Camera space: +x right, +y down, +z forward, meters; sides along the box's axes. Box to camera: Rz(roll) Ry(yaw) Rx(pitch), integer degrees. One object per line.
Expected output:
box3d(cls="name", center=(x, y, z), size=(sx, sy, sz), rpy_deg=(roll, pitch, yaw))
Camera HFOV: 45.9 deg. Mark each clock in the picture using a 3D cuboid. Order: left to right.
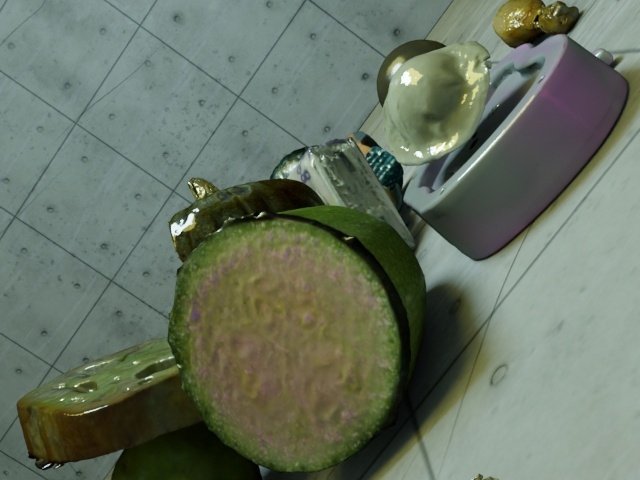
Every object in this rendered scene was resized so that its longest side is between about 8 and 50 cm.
box3d(cls="clock", center=(0.250, -0.138, 1.006), size=(0.338, 0.102, 0.338), rpy_deg=(-53, 8, 11))

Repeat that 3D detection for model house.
box3d(cls="model house", center=(0.093, -0.070, 1.520), size=(0.253, 0.184, 0.291), rpy_deg=(-49, 21, -4))

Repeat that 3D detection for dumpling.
box3d(cls="dumpling", center=(0.153, -0.170, 1.011), size=(0.181, 0.111, 0.155), rpy_deg=(101, 163, -48))

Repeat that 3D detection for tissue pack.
box3d(cls="tissue pack", center=(0.000, 0.000, 1.387), size=(0.125, 0.242, 0.343), rpy_deg=(-19, -17, -39))

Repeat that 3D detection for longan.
box3d(cls="longan", center=(0.228, -0.367, 1.777), size=(0.220, 0.196, 0.196), rpy_deg=(-51, 8, 44))

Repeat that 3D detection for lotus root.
box3d(cls="lotus root", center=(-0.251, 0.217, 1.095), size=(0.390, 0.111, 0.375), rpy_deg=(-15, 6, 7))

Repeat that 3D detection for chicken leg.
box3d(cls="chicken leg", center=(0.389, -0.402, 1.372), size=(0.107, 0.087, 0.251), rpy_deg=(-65, 13, 9))

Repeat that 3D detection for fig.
box3d(cls="fig", center=(-0.217, 0.380, 1.179), size=(0.233, 0.233, 0.314), rpy_deg=(-59, 11, -26))

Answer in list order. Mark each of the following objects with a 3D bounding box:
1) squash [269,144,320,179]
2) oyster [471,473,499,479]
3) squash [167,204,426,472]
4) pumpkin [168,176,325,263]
box3d(cls="squash", center=(-0.007, -0.108, 1.854), size=(0.252, 0.252, 0.165), rpy_deg=(-52, 4, 22))
box3d(cls="oyster", center=(0.078, 0.248, 0.591), size=(0.166, 0.053, 0.108), rpy_deg=(-62, -19, 9))
box3d(cls="squash", center=(0.013, 0.099, 0.982), size=(0.310, 0.310, 0.309), rpy_deg=(-52, -15, 20))
box3d(cls="pumpkin", center=(-0.104, -0.018, 1.209), size=(0.232, 0.242, 0.325), rpy_deg=(-29, 4, -1))
